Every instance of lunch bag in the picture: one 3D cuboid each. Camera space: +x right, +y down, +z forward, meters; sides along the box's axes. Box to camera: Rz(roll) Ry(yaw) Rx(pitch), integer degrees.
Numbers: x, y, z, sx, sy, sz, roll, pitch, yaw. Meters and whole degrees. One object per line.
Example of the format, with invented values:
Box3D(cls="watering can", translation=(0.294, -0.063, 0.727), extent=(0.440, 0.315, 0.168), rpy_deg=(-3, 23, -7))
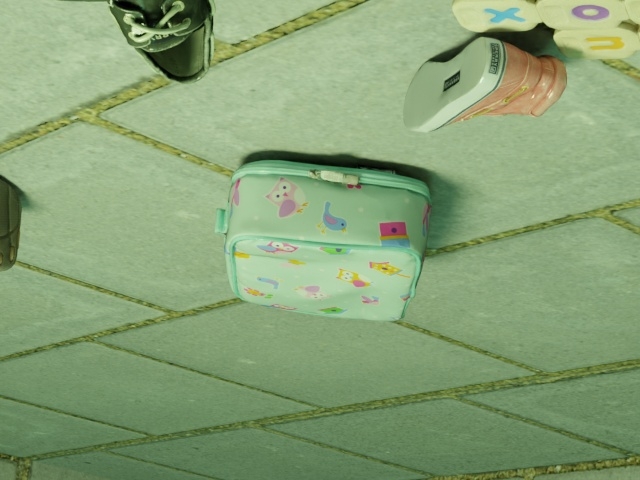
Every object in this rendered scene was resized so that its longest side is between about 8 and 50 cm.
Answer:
Box3D(cls="lunch bag", translation=(0.000, 0.000, 1.765), extent=(0.224, 0.108, 0.279), rpy_deg=(9, 161, 1))

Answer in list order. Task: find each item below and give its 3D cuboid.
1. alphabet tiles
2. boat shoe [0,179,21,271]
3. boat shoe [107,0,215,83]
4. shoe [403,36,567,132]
Box3D(cls="alphabet tiles", translation=(0.220, -0.205, 1.226), extent=(0.278, 0.021, 0.284), rpy_deg=(1, 161, 22))
Box3D(cls="boat shoe", translation=(-0.460, -0.043, 1.739), extent=(0.130, 0.132, 0.355), rpy_deg=(-3, 158, 23))
Box3D(cls="boat shoe", translation=(-0.106, -0.167, 1.109), extent=(0.078, 0.070, 0.219), rpy_deg=(-10, 166, 6))
Box3D(cls="shoe", translation=(0.139, -0.126, 1.406), extent=(0.081, 0.063, 0.178), rpy_deg=(12, 166, -20))
